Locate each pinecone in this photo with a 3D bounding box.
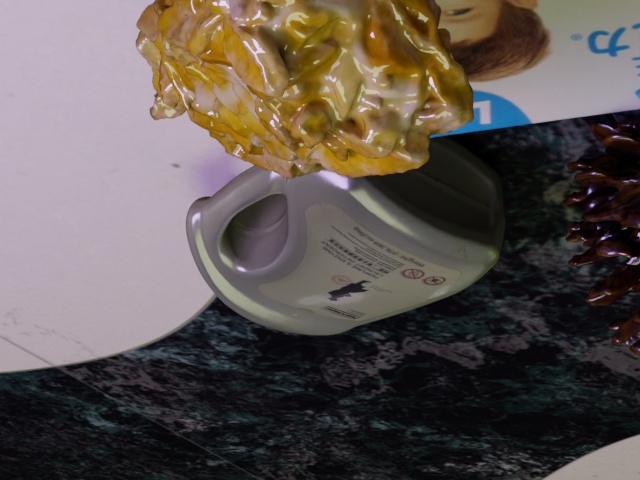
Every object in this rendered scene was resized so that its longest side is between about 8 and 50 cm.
[{"bbox_3d":[0.229,0.003,0.830,0.163,0.165,0.163,3,-178,0],"label":"pinecone"}]

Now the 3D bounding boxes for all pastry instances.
[{"bbox_3d":[-0.029,-0.101,0.680,0.154,0.102,0.250,41,170,-22],"label":"pastry"}]

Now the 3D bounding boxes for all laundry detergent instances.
[{"bbox_3d":[0.000,0.000,0.974,0.181,0.091,0.253,23,149,-30],"label":"laundry detergent"}]

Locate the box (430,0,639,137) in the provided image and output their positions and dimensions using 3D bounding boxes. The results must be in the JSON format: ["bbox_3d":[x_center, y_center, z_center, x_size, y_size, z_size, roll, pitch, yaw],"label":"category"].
[{"bbox_3d":[0.145,-0.151,0.695,0.273,0.048,0.265,-7,151,22],"label":"box"}]
